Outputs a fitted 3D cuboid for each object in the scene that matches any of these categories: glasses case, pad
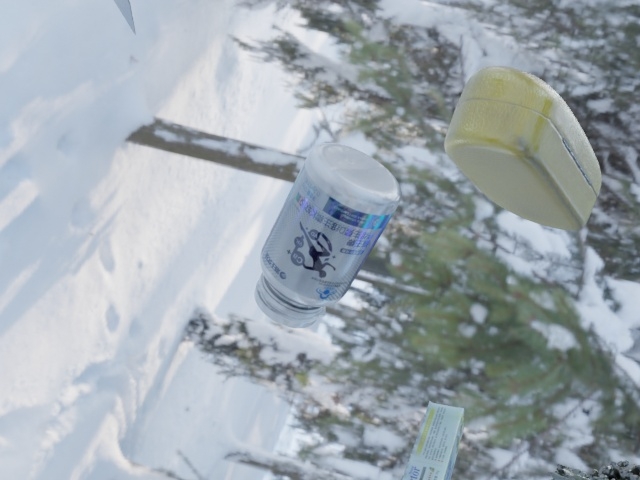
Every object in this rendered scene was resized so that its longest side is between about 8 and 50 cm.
[{"bbox_3d":[0.308,-0.139,1.066,0.371,0.173,0.141,30,80,-53],"label":"glasses case"},{"bbox_3d":[-0.324,-0.407,1.011,0.003,0.212,0.143,-32,-176,-11],"label":"pad"}]

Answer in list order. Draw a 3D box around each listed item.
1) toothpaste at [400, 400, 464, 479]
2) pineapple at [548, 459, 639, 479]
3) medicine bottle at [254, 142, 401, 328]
[{"bbox_3d":[0.124,0.244,0.791,0.164,0.046,0.034,-51,142,-56],"label":"toothpaste"},{"bbox_3d":[0.523,0.380,1.060,0.175,0.360,0.175,-5,90,-72],"label":"pineapple"},{"bbox_3d":[0.000,0.000,0.762,0.192,0.106,0.107,-61,-178,29],"label":"medicine bottle"}]
